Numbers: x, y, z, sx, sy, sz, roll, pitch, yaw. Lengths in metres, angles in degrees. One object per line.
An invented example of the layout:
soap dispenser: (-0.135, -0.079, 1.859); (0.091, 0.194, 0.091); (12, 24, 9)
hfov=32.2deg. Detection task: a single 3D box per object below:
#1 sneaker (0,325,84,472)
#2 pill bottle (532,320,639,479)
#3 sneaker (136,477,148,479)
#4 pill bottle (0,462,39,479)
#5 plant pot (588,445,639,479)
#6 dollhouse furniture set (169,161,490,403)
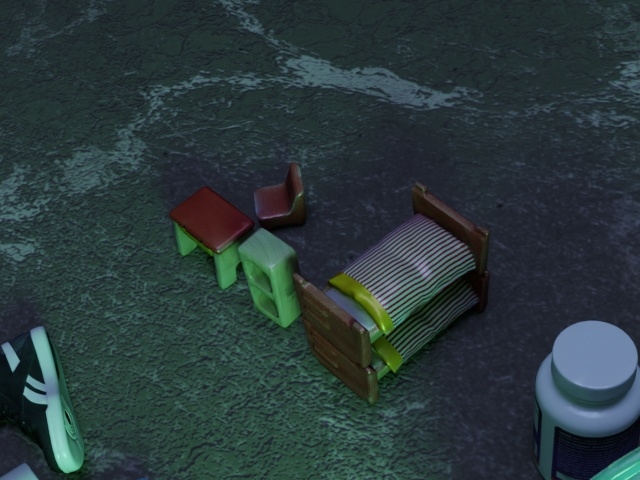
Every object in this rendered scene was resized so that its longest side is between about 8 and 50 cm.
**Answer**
sneaker: (-0.349, 0.202, 1.277); (0.121, 0.079, 0.217); (-23, 42, -6)
pill bottle: (0.270, 0.169, 1.119); (0.108, 0.193, 0.108); (-4, 50, 5)
sneaker: (-0.171, 0.330, 1.129); (0.087, 0.092, 0.229); (-29, 32, -13)
pill bottle: (-0.383, 0.355, 1.082); (0.301, 0.169, 0.169); (-34, 53, -19)
plant pot: (0.351, 0.357, 0.839); (0.341, 0.341, 0.334); (-21, 48, -9)
dollhouse furniture set: (0.000, 0.000, 1.335); (0.201, 0.152, 0.374); (-39, 54, -22)
